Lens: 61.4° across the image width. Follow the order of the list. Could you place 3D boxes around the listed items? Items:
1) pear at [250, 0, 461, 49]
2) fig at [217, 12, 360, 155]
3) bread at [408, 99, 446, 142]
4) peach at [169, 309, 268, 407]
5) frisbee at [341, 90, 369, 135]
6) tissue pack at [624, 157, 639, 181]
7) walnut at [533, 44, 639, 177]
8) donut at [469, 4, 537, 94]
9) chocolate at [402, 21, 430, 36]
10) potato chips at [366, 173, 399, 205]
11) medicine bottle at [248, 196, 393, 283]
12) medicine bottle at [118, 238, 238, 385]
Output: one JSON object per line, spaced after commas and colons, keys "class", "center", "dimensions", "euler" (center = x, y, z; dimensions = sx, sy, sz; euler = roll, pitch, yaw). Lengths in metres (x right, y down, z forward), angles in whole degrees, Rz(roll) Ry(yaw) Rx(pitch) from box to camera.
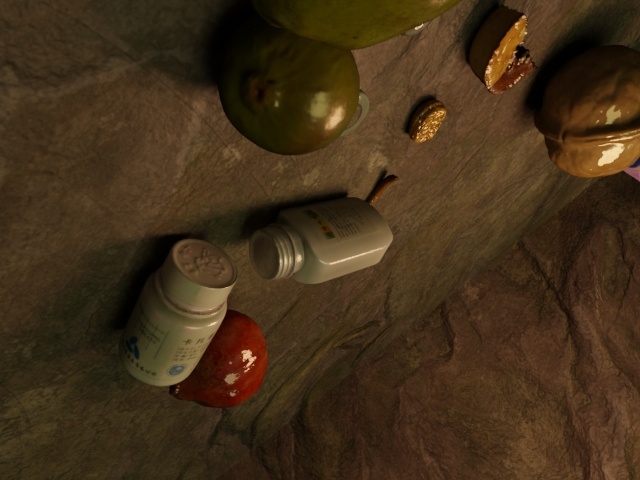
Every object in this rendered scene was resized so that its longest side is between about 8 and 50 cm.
{"class": "pear", "center": [0.071, -0.397, 0.529], "dimensions": [0.351, 0.352, 0.414], "euler": [-5, 128, -49]}
{"class": "fig", "center": [-0.044, -0.228, 0.796], "dimensions": [0.207, 0.207, 0.230], "euler": [-46, -173, 12]}
{"class": "bread", "center": [0.246, -0.275, 1.251], "dimensions": [0.083, 0.044, 0.111], "euler": [-22, 151, -30]}
{"class": "peach", "center": [-0.254, 0.289, 1.283], "dimensions": [0.256, 0.232, 0.232], "euler": [-36, 161, -53]}
{"class": "frisbee", "center": [0.052, -0.249, 1.071], "dimensions": [0.110, 0.014, 0.110], "euler": [-31, 153, -17]}
{"class": "tissue pack", "center": [0.981, -0.373, 1.728], "dimensions": [0.160, 0.338, 0.242], "euler": [-9, 136, -48]}
{"class": "walnut", "center": [0.788, -0.362, 1.513], "dimensions": [0.381, 0.381, 0.381], "euler": [-31, 153, -18]}
{"class": "donut", "center": [0.390, -0.411, 1.179], "dimensions": [0.141, 0.085, 0.217], "euler": [-42, 153, 6]}
{"class": "chocolate", "center": [0.189, -0.420, 0.918], "dimensions": [0.167, 0.072, 0.072], "euler": [-44, 154, 12]}
{"class": "potato chips", "center": [0.135, -0.100, 1.398], "dimensions": [0.026, 0.037, 0.204], "euler": [3, 137, -41]}
{"class": "medicine bottle", "center": [0.000, 0.000, 1.207], "dimensions": [0.324, 0.179, 0.124], "euler": [-14, 144, -42]}
{"class": "medicine bottle", "center": [-0.283, 0.144, 1.079], "dimensions": [0.170, 0.170, 0.293], "euler": [-7, 138, -48]}
